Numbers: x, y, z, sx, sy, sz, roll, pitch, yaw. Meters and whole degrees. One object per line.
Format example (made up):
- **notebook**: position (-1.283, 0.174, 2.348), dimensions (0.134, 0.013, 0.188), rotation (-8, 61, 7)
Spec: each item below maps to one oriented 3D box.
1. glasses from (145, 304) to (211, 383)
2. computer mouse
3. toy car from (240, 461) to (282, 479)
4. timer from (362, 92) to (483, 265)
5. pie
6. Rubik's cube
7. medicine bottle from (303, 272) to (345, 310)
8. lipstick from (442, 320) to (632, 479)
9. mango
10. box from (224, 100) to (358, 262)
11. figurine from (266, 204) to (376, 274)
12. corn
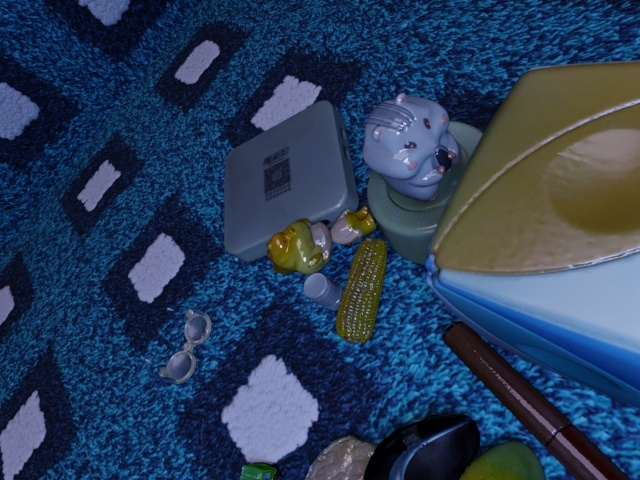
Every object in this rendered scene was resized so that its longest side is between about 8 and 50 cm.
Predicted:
- **glasses**: position (-0.330, 0.247, 1.083), dimensions (0.088, 0.220, 0.189), rotation (21, 73, 0)
- **computer mouse**: position (0.140, 0.339, 0.695), dimensions (0.233, 0.096, 0.137), rotation (-38, -1, -30)
- **toy car**: position (-0.127, 0.512, 0.867), dimensions (0.071, 0.062, 0.164), rotation (-5, 62, 32)
- **timer**: position (0.188, -0.138, 0.847), dimensions (0.291, 0.315, 0.290), rotation (-15, 58, 26)
- **pie**: position (0.051, 0.439, 0.793), dimensions (0.218, 0.052, 0.184), rotation (-31, 52, 18)
- **Rubik's cube**: position (0.390, 0.008, 0.602), dimensions (0.348, 0.351, 0.351), rotation (20, 75, 40)
- **medicine bottle**: position (0.011, 0.111, 0.977), dimensions (0.058, 0.091, 0.058), rotation (-16, 57, 27)
- **lipstick**: position (0.325, 0.258, 0.702), dimensions (0.057, 0.057, 0.356), rotation (-47, 48, 4)
- **mango**: position (0.251, 0.383, 0.667), dimensions (0.130, 0.092, 0.194), rotation (23, 70, 45)
- **box**: position (-0.091, -0.157, 1.202), dimensions (0.368, 0.090, 0.372), rotation (-22, 54, 22)
- **figurine**: position (0.000, 0.000, 0.997), dimensions (0.247, 0.131, 0.156), rotation (-21, 41, 4)
- **corn**: position (0.087, 0.099, 0.940), dimensions (0.080, 0.080, 0.230), rotation (1, 66, 35)
